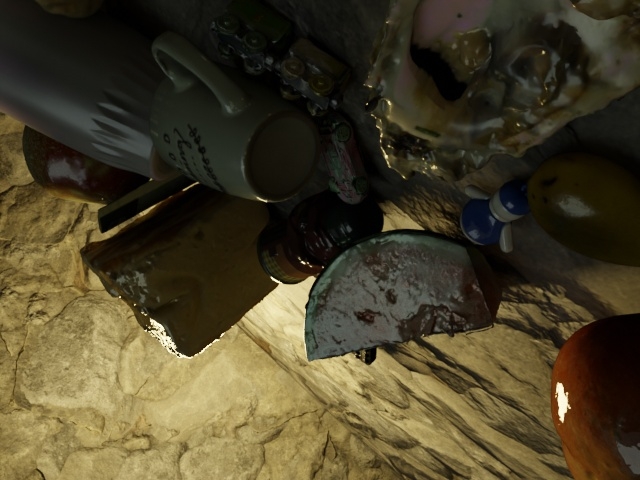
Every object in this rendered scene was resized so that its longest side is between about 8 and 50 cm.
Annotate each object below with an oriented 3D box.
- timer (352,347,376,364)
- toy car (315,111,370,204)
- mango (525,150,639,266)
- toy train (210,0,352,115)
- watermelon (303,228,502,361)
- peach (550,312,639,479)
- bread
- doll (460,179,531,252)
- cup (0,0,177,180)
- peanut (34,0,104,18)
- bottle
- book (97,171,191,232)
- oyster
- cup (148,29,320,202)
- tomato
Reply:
[{"bbox_3d":[0.074,0.242,1.388,0.187,0.055,0.144,37,156,25],"label":"timer"},{"bbox_3d":[0.035,-0.124,0.786,0.069,0.055,0.142,10,127,52],"label":"toy car"},{"bbox_3d":[0.284,-0.026,0.523,0.161,0.076,0.103,31,150,7],"label":"mango"},{"bbox_3d":[-0.049,-0.242,0.687,0.202,0.081,0.060,34,158,4],"label":"toy train"},{"bbox_3d":[0.107,0.090,0.806,0.305,0.180,0.224,-21,136,28],"label":"watermelon"},{"bbox_3d":[0.376,0.198,0.572,0.252,0.252,0.252,35,157,18],"label":"peach"},{"bbox_3d":[-0.302,0.042,1.243,0.371,0.390,0.279,11,134,55],"label":"bread"},{"bbox_3d":[0.216,-0.035,0.641,0.099,0.057,0.143,60,159,12],"label":"doll"},{"bbox_3d":[-0.409,-0.279,0.954,0.371,0.253,0.253,30,157,2],"label":"cup"},{"bbox_3d":[-0.472,-0.512,0.786,0.387,0.169,0.192,52,146,-13],"label":"peanut"},{"bbox_3d":[0.000,0.000,0.930,0.271,0.143,0.156,-23,94,52],"label":"bottle"},{"bbox_3d":[-0.364,-0.108,1.171,0.026,0.289,0.201,57,157,-3],"label":"book"},{"bbox_3d":[0.147,-0.171,0.479,0.201,0.107,0.354,28,149,-16],"label":"oyster"},{"bbox_3d":[-0.137,-0.179,0.756,0.234,0.186,0.258,30,161,44],"label":"cup"},{"bbox_3d":[-0.508,-0.200,1.210,0.303,0.303,0.239,5,100,57],"label":"tomato"}]
